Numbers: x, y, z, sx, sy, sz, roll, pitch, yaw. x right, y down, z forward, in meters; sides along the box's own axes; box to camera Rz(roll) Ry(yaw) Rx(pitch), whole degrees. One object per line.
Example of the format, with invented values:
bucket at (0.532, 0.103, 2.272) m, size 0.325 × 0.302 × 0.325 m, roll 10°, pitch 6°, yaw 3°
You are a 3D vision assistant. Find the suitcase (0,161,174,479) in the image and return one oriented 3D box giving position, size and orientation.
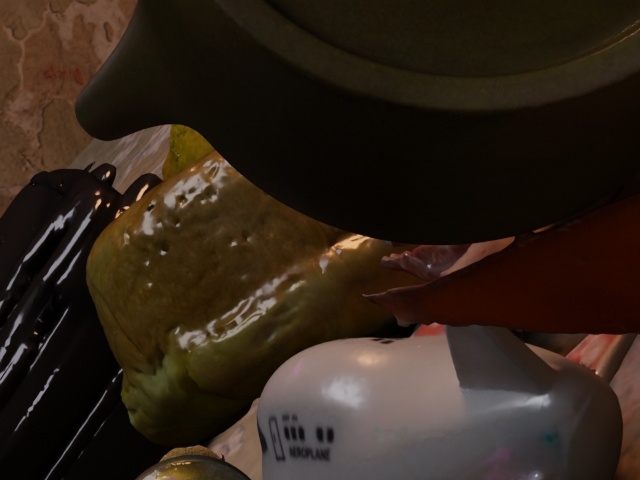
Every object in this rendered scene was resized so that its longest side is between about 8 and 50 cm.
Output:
suitcase at (-0.204, 0.109, 1.305) m, size 0.339 × 0.188 × 0.345 m, roll -55°, pitch 17°, yaw -5°

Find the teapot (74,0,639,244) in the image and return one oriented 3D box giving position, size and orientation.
teapot at (0.048, -0.089, 0.560) m, size 0.268 × 0.185 × 0.175 m, roll -16°, pitch -17°, yaw -8°

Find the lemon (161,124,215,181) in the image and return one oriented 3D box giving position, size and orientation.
lemon at (-0.023, -0.085, 1.253) m, size 0.206 × 0.173 × 0.173 m, roll -25°, pitch 23°, yaw 19°

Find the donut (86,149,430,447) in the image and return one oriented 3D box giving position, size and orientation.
donut at (0.000, 0.000, 0.939) m, size 0.261 × 0.128 × 0.208 m, roll -27°, pitch -7°, yaw -45°

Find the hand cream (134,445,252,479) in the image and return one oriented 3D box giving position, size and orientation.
hand cream at (-0.070, 0.148, 0.932) m, size 0.084 × 0.084 × 0.203 m, roll -49°, pitch 4°, yaw -3°

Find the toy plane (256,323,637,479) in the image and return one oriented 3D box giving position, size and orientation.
toy plane at (0.046, 0.086, 0.760) m, size 0.252 × 0.118 × 0.252 m, roll -45°, pitch 13°, yaw 13°

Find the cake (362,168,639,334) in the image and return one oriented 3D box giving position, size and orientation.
cake at (0.133, -0.023, 0.595) m, size 0.287 × 0.135 × 0.098 m, roll -5°, pitch 42°, yaw 32°
